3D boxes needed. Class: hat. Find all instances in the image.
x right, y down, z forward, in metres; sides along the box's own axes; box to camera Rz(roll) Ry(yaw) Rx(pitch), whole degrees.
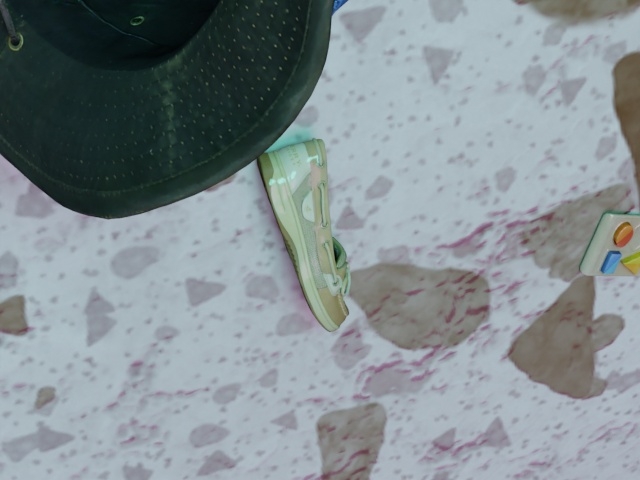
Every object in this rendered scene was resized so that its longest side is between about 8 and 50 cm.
[{"bbox_3d":[-0.081,-0.173,0.779,0.134,0.331,0.331,-8,132,-50],"label":"hat"}]

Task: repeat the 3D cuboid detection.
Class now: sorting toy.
[{"bbox_3d":[0.241,-0.005,1.189,0.062,0.012,0.083,4,123,-24],"label":"sorting toy"}]

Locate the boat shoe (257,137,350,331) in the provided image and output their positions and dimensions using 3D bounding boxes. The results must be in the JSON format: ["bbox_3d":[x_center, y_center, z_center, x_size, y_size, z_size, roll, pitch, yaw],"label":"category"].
[{"bbox_3d":[-0.001,-0.001,1.068,0.048,0.056,0.153,-20,122,-1],"label":"boat shoe"}]

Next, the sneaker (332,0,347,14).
[{"bbox_3d":[-0.007,-0.138,0.943,0.152,0.084,0.058,-34,130,4],"label":"sneaker"}]
